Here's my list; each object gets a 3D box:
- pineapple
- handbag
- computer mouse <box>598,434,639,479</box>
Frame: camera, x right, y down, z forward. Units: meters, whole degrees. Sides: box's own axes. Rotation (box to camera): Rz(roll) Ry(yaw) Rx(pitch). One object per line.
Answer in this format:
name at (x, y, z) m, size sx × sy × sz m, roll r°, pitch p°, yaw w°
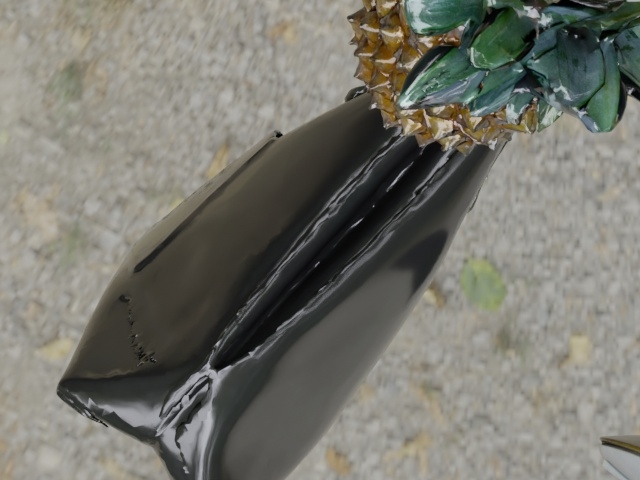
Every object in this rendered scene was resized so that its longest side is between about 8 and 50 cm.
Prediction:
pineapple at (0.056, -0.073, 0.616) m, size 0.103 × 0.221 × 0.083 m, roll -6°, pitch 91°, yaw -10°
handbag at (0.000, 0.000, 0.995) m, size 0.152 × 0.342 × 0.288 m, roll 43°, pitch 93°, yaw -2°
computer mouse at (0.257, 0.163, 1.097) m, size 0.102 × 0.199 × 0.045 m, roll 12°, pitch 106°, yaw -36°
